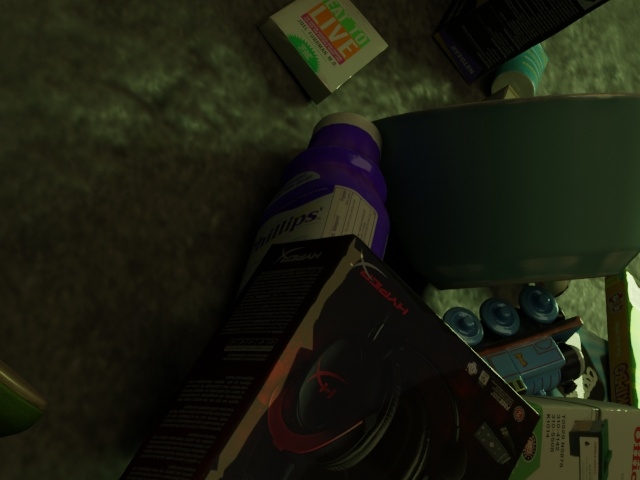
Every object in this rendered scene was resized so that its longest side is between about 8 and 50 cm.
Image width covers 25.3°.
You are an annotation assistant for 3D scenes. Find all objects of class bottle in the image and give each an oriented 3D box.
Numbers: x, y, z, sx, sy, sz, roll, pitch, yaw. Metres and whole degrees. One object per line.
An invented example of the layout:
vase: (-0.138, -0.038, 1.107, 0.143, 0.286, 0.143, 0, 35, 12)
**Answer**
bottle: (0.000, 0.000, 1.203, 0.092, 0.118, 0.283, 43, 38, -23)

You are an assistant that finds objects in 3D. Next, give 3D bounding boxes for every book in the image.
book: (0.002, -0.204, 1.446, 0.096, 0.035, 0.144, 52, 35, -6)

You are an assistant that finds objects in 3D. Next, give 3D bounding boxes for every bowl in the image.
bowl: (0.193, -0.039, 1.372, 0.311, 0.311, 0.163, -3, 87, -54)

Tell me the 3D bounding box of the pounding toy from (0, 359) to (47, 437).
pounding toy: (-0.264, 0.072, 0.794, 0.183, 0.110, 0.237, 36, -10, 16)

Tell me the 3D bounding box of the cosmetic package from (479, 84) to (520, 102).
cosmetic package: (0.225, -0.116, 1.646, 0.115, 0.060, 0.041, 51, 33, -17)

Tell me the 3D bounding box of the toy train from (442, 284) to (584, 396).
toy train: (0.172, 0.111, 1.348, 0.184, 0.080, 0.105, -13, 64, -34)

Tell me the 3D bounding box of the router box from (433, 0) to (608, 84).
router box: (0.285, -0.340, 1.730, 0.081, 0.243, 0.309, 50, 34, -15)

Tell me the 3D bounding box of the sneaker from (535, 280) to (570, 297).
sneaker: (0.216, -0.009, 1.568, 0.075, 0.057, 0.161, -7, 71, -37)

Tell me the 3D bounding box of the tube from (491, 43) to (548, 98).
tube: (0.252, -0.222, 1.782, 0.080, 0.052, 0.207, 60, 25, -18)

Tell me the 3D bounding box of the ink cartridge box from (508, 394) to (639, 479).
ink cartridge box: (0.188, 0.216, 1.244, 0.219, 0.092, 0.160, 7, 87, -44)

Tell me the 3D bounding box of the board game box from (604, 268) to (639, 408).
board game box: (0.355, 0.157, 1.521, 0.124, 0.039, 0.259, 40, 33, -26)

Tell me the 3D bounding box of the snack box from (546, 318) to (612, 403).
snack box: (0.315, 0.205, 1.518, 0.322, 0.060, 0.187, 27, 46, -40)

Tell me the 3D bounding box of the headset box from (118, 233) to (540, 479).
headset box: (-0.007, 0.177, 0.985, 0.218, 0.110, 0.293, 44, 63, -23)
